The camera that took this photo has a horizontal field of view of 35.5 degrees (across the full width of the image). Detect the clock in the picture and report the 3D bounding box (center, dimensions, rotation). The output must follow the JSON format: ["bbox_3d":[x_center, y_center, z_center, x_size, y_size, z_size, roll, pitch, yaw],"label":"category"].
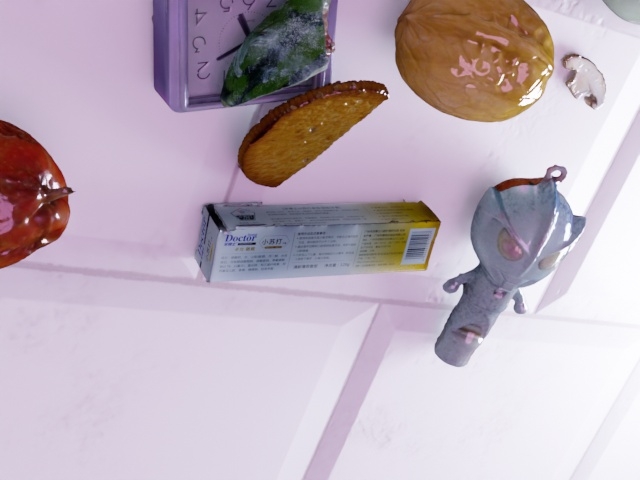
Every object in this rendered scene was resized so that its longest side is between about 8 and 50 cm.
[{"bbox_3d":[-0.083,-0.222,1.088,0.193,0.073,0.144,-10,125,-22],"label":"clock"}]

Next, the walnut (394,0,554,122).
[{"bbox_3d":[0.179,-0.221,1.171,0.206,0.159,0.159,19,111,-27],"label":"walnut"}]

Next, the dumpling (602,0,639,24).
[{"bbox_3d":[0.443,-0.383,1.175,0.270,0.212,0.320,-25,157,38],"label":"dumpling"}]

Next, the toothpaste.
[{"bbox_3d":[0.000,0.000,1.278,0.313,0.071,0.089,-2,124,-26],"label":"toothpaste"}]

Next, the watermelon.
[{"bbox_3d":[-0.038,-0.184,1.044,0.155,0.101,0.080,-24,141,0],"label":"watermelon"}]

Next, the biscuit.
[{"bbox_3d":[-0.025,-0.128,1.149,0.206,0.025,0.126,-36,153,32],"label":"biscuit"}]

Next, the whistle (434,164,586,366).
[{"bbox_3d":[0.256,0.035,1.406,0.142,0.134,0.346,2,129,-31],"label":"whistle"}]

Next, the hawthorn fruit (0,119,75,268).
[{"bbox_3d":[-0.344,-0.047,1.002,0.173,0.179,0.173,-6,102,-30],"label":"hawthorn fruit"}]

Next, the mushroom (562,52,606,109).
[{"bbox_3d":[0.355,-0.216,1.346,0.049,0.019,0.101,-41,127,2],"label":"mushroom"}]
